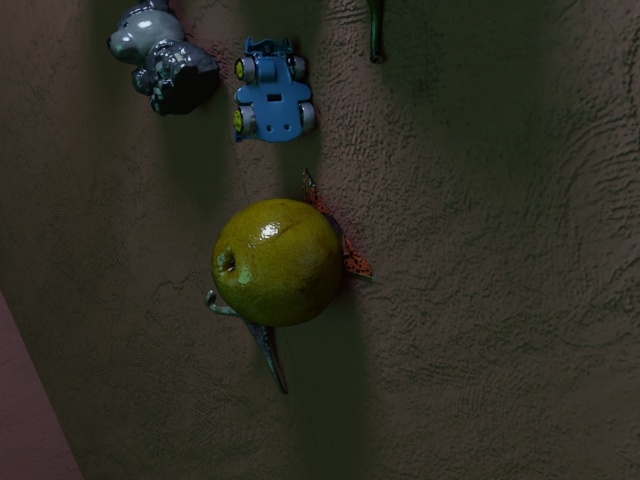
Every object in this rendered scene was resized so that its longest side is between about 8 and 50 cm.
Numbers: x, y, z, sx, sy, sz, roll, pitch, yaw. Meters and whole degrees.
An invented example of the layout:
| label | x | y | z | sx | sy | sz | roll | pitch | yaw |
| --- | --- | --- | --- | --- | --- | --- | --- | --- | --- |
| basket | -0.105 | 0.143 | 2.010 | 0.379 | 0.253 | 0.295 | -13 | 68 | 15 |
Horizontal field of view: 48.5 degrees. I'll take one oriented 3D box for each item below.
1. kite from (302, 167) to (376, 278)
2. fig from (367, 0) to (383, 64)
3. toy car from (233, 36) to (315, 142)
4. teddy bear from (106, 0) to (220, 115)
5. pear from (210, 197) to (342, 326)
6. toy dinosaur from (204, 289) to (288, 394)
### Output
| label | x | y | z | sx | sy | sz | roll | pitch | yaw |
| --- | --- | --- | --- | --- | --- | --- | --- | --- | --- |
| kite | 0.001 | 0.000 | 1.182 | 0.222 | 0.008 | 0.125 | 57 | 136 | 13 |
| fig | 0.063 | -0.351 | 0.944 | 0.124 | 0.124 | 0.236 | 18 | 140 | 40 |
| toy car | -0.088 | -0.230 | 1.118 | 0.098 | 0.126 | 0.161 | -2 | 98 | 63 |
| teddy bear | -0.296 | -0.323 | 1.272 | 0.251 | 0.144 | 0.171 | 50 | 147 | 25 |
| pear | -0.074 | 0.037 | 1.124 | 0.209 | 0.209 | 0.208 | 18 | 116 | 40 |
| toy dinosaur | -0.117 | 0.145 | 1.311 | 0.200 | 0.072 | 0.251 | 31 | 115 | 21 |
